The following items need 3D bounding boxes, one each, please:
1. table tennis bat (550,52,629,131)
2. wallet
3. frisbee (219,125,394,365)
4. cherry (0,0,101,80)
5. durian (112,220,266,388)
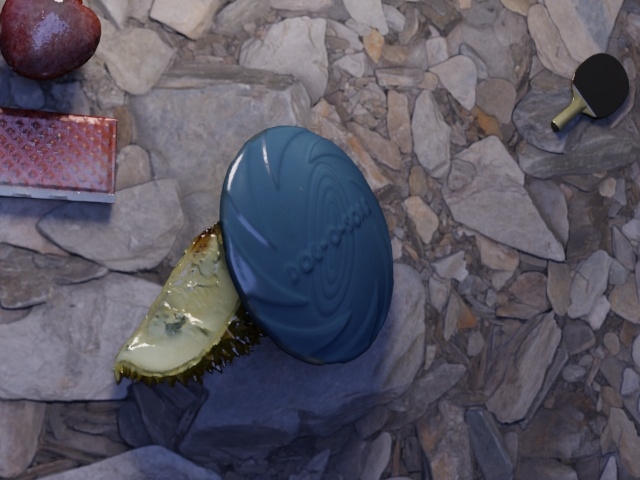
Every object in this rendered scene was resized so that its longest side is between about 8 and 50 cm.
[{"bbox_3d":[0.385,-0.207,1.299,0.156,0.013,0.087,-39,101,-19],"label":"table tennis bat"},{"bbox_3d":[-0.329,-0.097,1.016,0.197,0.020,0.103,2,87,-21],"label":"wallet"},{"bbox_3d":[0.004,0.000,1.054,0.290,0.049,0.289,20,62,-43],"label":"frisbee"},{"bbox_3d":[-0.276,-0.267,1.015,0.107,0.090,0.225,34,67,-4],"label":"cherry"},{"bbox_3d":[-0.127,0.078,1.044,0.139,0.144,0.252,27,82,5],"label":"durian"}]
